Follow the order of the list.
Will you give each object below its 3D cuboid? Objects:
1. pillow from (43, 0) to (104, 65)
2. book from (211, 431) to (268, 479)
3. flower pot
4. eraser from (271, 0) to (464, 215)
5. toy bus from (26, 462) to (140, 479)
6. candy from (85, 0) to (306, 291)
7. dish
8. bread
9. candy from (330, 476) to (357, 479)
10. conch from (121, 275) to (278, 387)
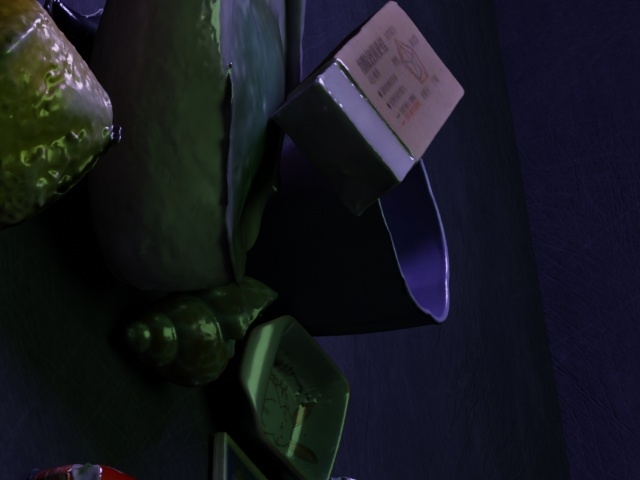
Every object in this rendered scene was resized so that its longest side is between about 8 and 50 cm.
[{"bbox_3d":[-0.243,-0.196,1.737,0.091,0.055,0.136,58,14,8],"label":"pillow"},{"bbox_3d":[-0.066,0.396,1.842,0.228,0.018,0.322,57,25,-48],"label":"book"},{"bbox_3d":[0.000,0.000,2.007,0.265,0.243,0.265,-16,90,-75],"label":"flower pot"},{"bbox_3d":[0.058,-0.147,1.830,0.144,0.078,0.343,50,25,-6],"label":"eraser"},{"bbox_3d":[-0.187,0.242,1.498,0.174,0.077,0.079,42,36,-60],"label":"toy bus"},{"bbox_3d":[-0.127,-0.156,1.715,0.386,0.186,0.426,-59,159,-62],"label":"candy"},{"bbox_3d":[-0.048,0.182,1.960,0.234,0.064,0.154,54,44,-51],"label":"dish"},{"bbox_3d":[-0.267,-0.099,1.319,0.170,0.197,0.197,49,29,-33],"label":"bread"},{"bbox_3d":[0.051,0.383,2.165,0.053,0.046,0.182,-14,91,-71],"label":"candy"},{"bbox_3d":[-0.124,0.088,1.760,0.106,0.173,0.116,56,-22,-10],"label":"conch"}]
